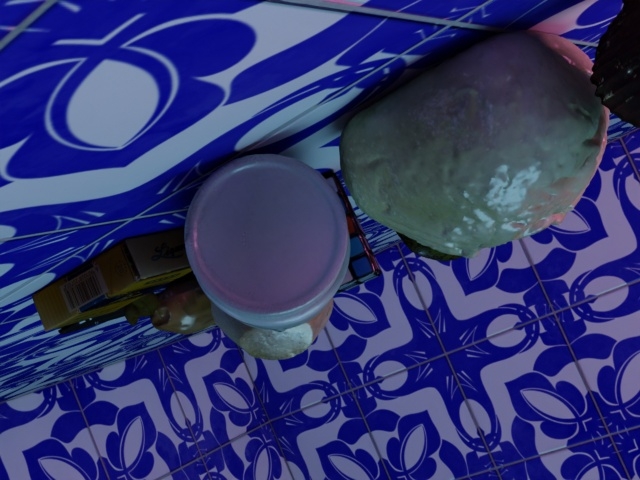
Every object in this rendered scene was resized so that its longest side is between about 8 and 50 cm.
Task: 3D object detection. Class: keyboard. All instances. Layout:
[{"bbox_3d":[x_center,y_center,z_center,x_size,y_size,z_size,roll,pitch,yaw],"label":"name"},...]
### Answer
[{"bbox_3d":[-0.451,0.159,2.032,0.106,0.016,0.262,-28,172,38],"label":"keyboard"}]

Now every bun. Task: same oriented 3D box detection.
[{"bbox_3d":[0.206,-0.104,1.151,0.349,0.227,0.352,-20,172,-16],"label":"bun"}]

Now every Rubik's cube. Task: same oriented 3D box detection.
[{"bbox_3d":[-0.016,0.010,1.538,0.182,0.187,0.184,-24,177,5],"label":"Rubik's cube"}]

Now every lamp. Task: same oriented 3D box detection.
[{"bbox_3d":[0.407,-0.211,0.982,0.247,0.246,0.247,-23,174,-2],"label":"lamp"}]

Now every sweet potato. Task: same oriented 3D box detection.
[{"bbox_3d":[-0.360,0.121,1.857,0.069,0.059,0.249,-9,166,-16],"label":"sweet potato"}]

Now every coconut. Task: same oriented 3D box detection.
[{"bbox_3d":[-0.102,0.111,1.931,0.259,0.259,0.259,-23,174,-2],"label":"coconut"}]

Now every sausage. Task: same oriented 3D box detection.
[{"bbox_3d":[-0.264,0.135,2.025,0.136,0.120,0.241,-23,175,40],"label":"sausage"}]

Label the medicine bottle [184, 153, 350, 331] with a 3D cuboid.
[{"bbox_3d":[-0.068,0.015,1.239,0.211,0.211,0.371,-23,174,-4],"label":"medicine bottle"}]

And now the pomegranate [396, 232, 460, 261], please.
[{"bbox_3d":[0.234,-0.066,1.858,0.214,0.214,0.248,-22,-169,-12],"label":"pomegranate"}]

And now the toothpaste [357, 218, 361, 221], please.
[{"bbox_3d":[0.043,-0.031,2.148,0.062,0.039,0.239,-32,174,16],"label":"toothpaste"}]

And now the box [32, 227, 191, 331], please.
[{"bbox_3d":[-0.311,0.059,1.421,0.237,0.070,0.152,-24,175,33],"label":"box"}]
